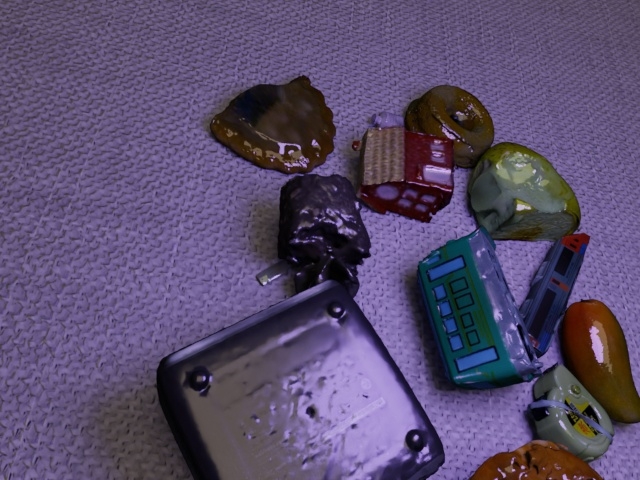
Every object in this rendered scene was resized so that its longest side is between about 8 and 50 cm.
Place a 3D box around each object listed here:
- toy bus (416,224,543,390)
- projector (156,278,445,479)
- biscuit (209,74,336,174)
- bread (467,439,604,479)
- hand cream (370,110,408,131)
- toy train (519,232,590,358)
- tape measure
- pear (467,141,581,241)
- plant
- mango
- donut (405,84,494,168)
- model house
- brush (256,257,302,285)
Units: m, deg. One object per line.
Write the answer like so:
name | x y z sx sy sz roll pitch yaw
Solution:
toy bus | 0.343 0.162 1.197 0.200 0.184 0.343 -23 60 22
projector | -0.043 0.336 0.980 0.395 0.242 0.405 -23 70 -26
biscuit | -0.109 -0.335 1.441 0.330 0.078 0.334 18 61 -9
bread | 0.398 0.568 0.987 0.337 0.204 0.358 -10 68 -22
hand cream | 0.211 -0.334 1.542 0.142 0.053 0.084 10 59 -26
toy train | 0.575 0.122 1.349 0.089 0.086 0.409 33 59 8
tape measure | 0.547 0.397 1.178 0.175 0.106 0.200 -28 73 -41
pear | 0.547 -0.146 1.445 0.287 0.176 0.281 2 59 -15
plant | 0.000 0.000 1.186 0.189 0.199 0.275 -3 72 -19
mango | 0.652 0.279 1.253 0.146 0.129 0.288 12 59 -29
donut | 0.387 -0.339 1.541 0.272 0.107 0.271 10 61 -18
model house | 0.199 -0.177 1.382 0.254 0.160 0.195 12 59 -5
brush | -0.070 0.051 1.259 0.179 0.030 0.033 -30 82 -27
